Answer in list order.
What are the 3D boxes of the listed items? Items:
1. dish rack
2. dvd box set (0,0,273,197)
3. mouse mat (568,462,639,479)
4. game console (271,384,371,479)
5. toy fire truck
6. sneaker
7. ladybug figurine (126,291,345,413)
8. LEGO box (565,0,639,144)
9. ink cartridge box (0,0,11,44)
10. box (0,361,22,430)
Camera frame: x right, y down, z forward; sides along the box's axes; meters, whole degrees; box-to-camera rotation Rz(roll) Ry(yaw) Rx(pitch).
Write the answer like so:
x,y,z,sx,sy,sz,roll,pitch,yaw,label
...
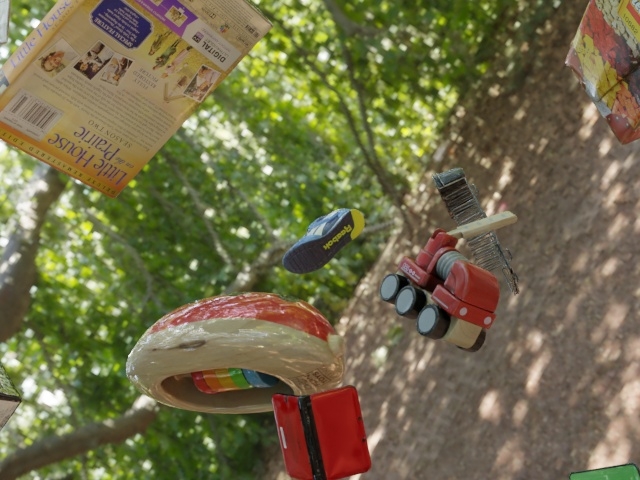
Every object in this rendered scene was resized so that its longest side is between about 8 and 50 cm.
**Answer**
x,y,z,sx,sy,sz,roll,pitch,yaw,label
0.324,-0.009,1.889,0.074,0.272,0.208,-27,-22,8,dish rack
-0.314,-0.285,1.504,0.420,0.307,0.062,-46,51,11,dvd box set
0.537,0.493,1.702,0.189,0.007,0.153,-37,63,59,mouse mat
0.000,0.305,1.477,0.085,0.144,0.124,-15,6,-39,game console
0.256,0.050,1.652,0.246,0.158,0.217,-63,31,9,toy fire truck
0.000,0.000,1.433,0.144,0.053,0.059,-34,27,-14,sneaker
-0.151,0.204,1.718,0.449,0.305,0.162,-9,56,25,ladybug figurine
0.682,-0.399,1.448,0.500,0.193,0.372,-24,-21,-9,LEGO box
-0.522,-0.365,1.291,0.066,0.296,0.261,16,-109,-64,ink cartridge box
-0.695,0.300,1.674,0.293,0.073,0.295,-51,52,7,box
